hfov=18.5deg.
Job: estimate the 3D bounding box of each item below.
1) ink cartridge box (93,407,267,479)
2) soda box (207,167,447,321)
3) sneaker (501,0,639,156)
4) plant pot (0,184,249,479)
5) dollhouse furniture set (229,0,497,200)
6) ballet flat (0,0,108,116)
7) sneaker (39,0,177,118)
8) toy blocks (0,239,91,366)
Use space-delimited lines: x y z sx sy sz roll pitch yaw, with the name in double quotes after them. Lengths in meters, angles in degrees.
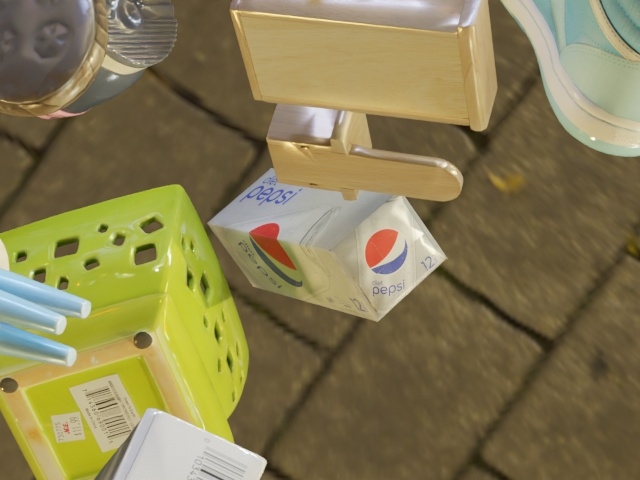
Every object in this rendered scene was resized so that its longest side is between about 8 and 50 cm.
-0.116 0.195 0.953 0.065 0.333 0.165 25 70 -7 "ink cartridge box"
0.000 0.000 1.941 0.098 0.286 0.091 -41 112 -16 "soda box"
0.245 -0.245 1.628 0.127 0.319 0.208 2 136 -25 "sneaker"
-0.203 0.111 1.897 0.227 0.207 0.228 -16 122 7 "plant pot"
0.073 -0.252 1.458 0.173 0.303 0.356 8 57 14 "dollhouse furniture set"
-0.157 -0.125 0.894 0.084 0.250 0.058 -43 137 -3 "ballet flat"
-0.206 -0.235 1.386 0.131 0.112 0.319 -35 62 40 "sneaker"
-0.165 0.046 0.707 0.148 0.054 0.123 14 73 22 "toy blocks"
